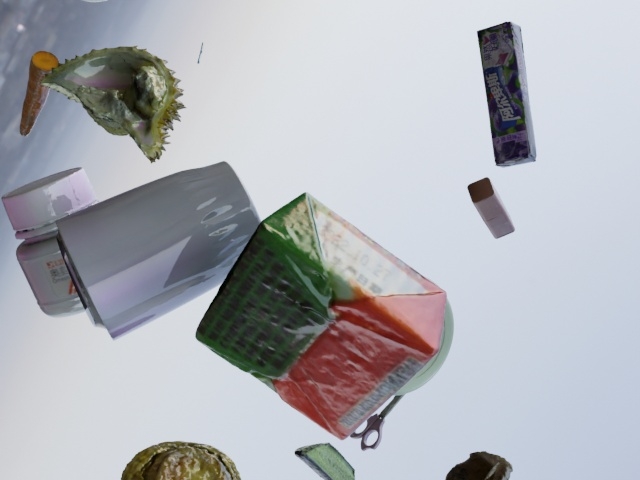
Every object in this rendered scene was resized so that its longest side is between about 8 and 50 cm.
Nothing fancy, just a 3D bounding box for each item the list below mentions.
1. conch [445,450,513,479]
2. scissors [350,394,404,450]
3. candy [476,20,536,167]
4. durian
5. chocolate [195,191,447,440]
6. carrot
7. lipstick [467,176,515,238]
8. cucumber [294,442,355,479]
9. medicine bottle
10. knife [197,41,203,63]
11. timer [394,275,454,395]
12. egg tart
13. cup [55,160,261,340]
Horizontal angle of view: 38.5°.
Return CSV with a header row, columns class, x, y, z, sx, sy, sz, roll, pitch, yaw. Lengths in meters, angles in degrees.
class,x,y,z,sx,sy,sz,roll,pitch,yaw
conch,0.296,0.488,1.757,0.155,0.130,0.207,39,-58,35
scissors,0.162,0.442,2.342,0.212,0.021,0.110,-49,-140,1
candy,0.402,-0.316,1.973,0.088,0.061,0.313,-11,-100,31
durian,-0.345,-0.252,1.640,0.306,0.166,0.172,43,-64,28
chocolate,0.001,0.131,1.564,0.161,0.341,0.360,-55,180,-43
carrot,-0.609,-0.297,1.941,0.224,0.057,0.057,-57,-164,38
lipstick,0.310,-0.057,1.657,0.045,0.145,0.045,-22,-125,16
cucumber,0.015,0.457,1.866,0.046,0.220,0.070,-4,-131,36
medicine bottle,-0.590,0.002,2.140,0.241,0.302,0.241,-19,-166,5
knife,-0.281,-0.442,2.155,0.091,0.005,0.014,-88,-172,-50
timer,0.120,0.194,2.237,0.315,0.290,0.291,20,-99,60
egg tart,-0.295,0.550,2.013,0.123,0.294,0.294,116,-10,-47
cup,-0.308,0.008,1.768,0.371,0.253,0.253,-26,-167,-11
